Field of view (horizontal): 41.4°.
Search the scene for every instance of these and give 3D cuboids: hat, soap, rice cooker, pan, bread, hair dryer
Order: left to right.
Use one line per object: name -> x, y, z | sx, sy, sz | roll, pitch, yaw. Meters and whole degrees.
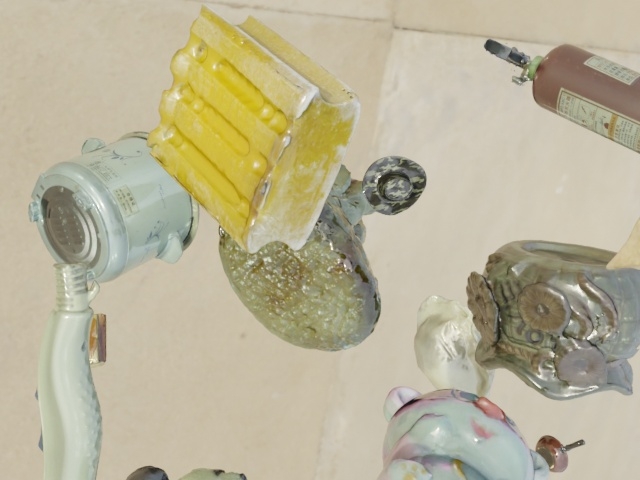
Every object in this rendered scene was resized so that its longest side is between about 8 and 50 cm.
hair dryer -> -0.260, 0.193, 0.689 | 0.298, 0.296, 0.119 | 72, 19, -1
bread -> -0.356, 0.155, 1.313 | 0.036, 0.047, 0.083 | 90, -7, -66
rice cooker -> -0.388, -0.068, 1.657 | 0.316, 0.316, 0.264 | -19, 156, -43
soap -> -0.119, -0.185, 1.379 | 0.156, 0.335, 0.293 | 1, 121, -44
hat -> 0.138, -0.097, 1.520 | 0.121, 0.050, 0.121 | -3, 104, -11
pan -> 0.414, 0.368, 1.472 | 0.023, 0.068, 0.115 | -13, 159, -35

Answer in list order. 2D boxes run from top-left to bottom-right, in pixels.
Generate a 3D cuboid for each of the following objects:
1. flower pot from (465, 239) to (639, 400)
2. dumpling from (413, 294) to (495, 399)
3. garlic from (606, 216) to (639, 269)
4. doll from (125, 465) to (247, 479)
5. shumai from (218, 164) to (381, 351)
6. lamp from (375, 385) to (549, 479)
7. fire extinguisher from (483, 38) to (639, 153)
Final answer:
flower pot -> 0.385, 0.123, 1.377 | 0.302, 0.302, 0.213 | -7, 107, -47
dumpling -> 0.288, 0.236, 1.755 | 0.147, 0.193, 0.258 | -22, 106, -34
garlic -> 0.409, 0.013, 0.734 | 0.266, 0.148, 0.128 | 27, 74, -18
doll -> -0.183, 0.354, 0.996 | 0.234, 0.143, 0.135 | -44, 125, -33
shumai -> 0.000, 0.000, 1.732 | 0.397, 0.324, 0.323 | 57, 40, -14
lamp -> 0.163, 0.335, 1.100 | 0.301, 0.247, 0.247 | -48, 158, -62
fire extinguisher -> 0.268, -0.147, 0.834 | 0.099, 0.231, 0.071 | 3, 117, -57
